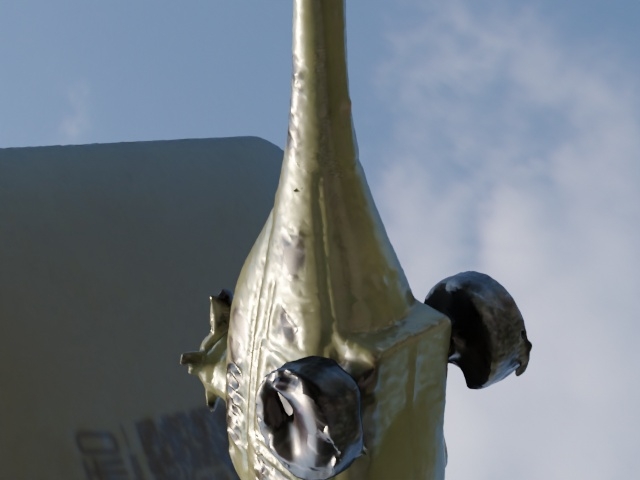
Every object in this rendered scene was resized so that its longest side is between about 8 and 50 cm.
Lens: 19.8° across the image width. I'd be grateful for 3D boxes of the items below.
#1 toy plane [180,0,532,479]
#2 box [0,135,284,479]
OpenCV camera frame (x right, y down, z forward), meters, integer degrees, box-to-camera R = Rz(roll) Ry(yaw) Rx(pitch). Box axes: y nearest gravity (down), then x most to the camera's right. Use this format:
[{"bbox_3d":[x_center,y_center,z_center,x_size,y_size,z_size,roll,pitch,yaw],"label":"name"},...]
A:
[{"bbox_3d":[0.000,0.000,0.570,0.092,0.108,0.286,-26,-51,-36],"label":"toy plane"},{"bbox_3d":[-0.085,0.133,0.860,0.090,0.373,0.367,-27,-102,35],"label":"box"}]
